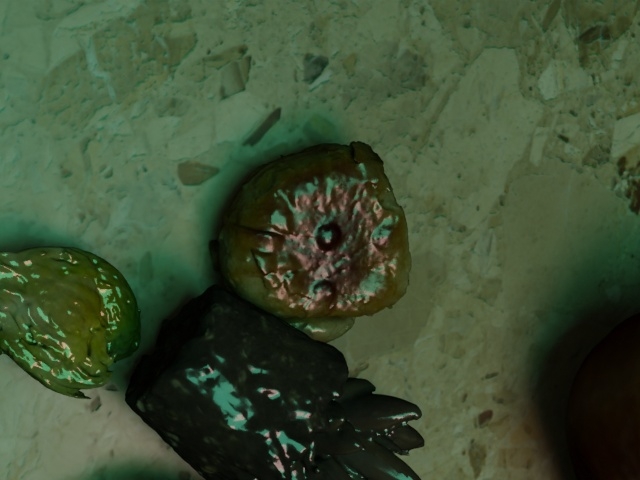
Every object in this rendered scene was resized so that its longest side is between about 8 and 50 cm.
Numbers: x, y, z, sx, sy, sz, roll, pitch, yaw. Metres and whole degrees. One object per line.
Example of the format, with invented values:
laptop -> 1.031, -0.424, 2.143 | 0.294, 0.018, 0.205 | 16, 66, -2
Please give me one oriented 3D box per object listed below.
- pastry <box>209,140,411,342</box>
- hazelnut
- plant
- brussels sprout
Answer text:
pastry -> 0.000, 0.000, 1.260 | 0.218, 0.100, 0.229 | 21, 88, -25
hazelnut -> 0.458, 0.259, 1.353 | 0.359, 0.359, 0.409 | -33, 127, -18
plant -> -0.039, 0.197, 1.215 | 0.321, 0.194, 0.181 | 40, 60, -15
brussels sprout -> -0.259, 0.074, 1.157 | 0.181, 0.100, 0.139 | 33, 72, -22
